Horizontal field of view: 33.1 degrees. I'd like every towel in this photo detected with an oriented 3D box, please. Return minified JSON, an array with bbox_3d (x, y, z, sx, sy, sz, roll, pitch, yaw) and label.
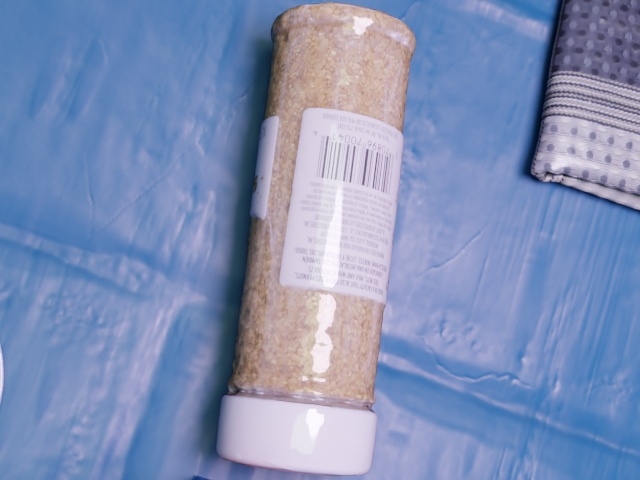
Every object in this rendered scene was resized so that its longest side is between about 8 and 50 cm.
[{"bbox_3d":[0.367,-0.159,0.986,0.324,0.056,0.312,15,77,-7],"label":"towel"}]

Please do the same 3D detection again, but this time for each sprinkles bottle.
[{"bbox_3d":[0.000,0.000,0.845,0.121,0.121,0.355,9,81,-10],"label":"sprinkles bottle"}]

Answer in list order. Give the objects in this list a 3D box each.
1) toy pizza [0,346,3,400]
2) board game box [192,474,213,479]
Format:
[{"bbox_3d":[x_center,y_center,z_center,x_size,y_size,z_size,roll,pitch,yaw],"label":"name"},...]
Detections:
[{"bbox_3d":[-0.342,0.104,0.807,0.201,0.032,0.201,2,82,-11],"label":"toy pizza"},{"bbox_3d":[0.057,0.253,0.730,0.308,0.302,0.086,19,79,-9],"label":"board game box"}]
